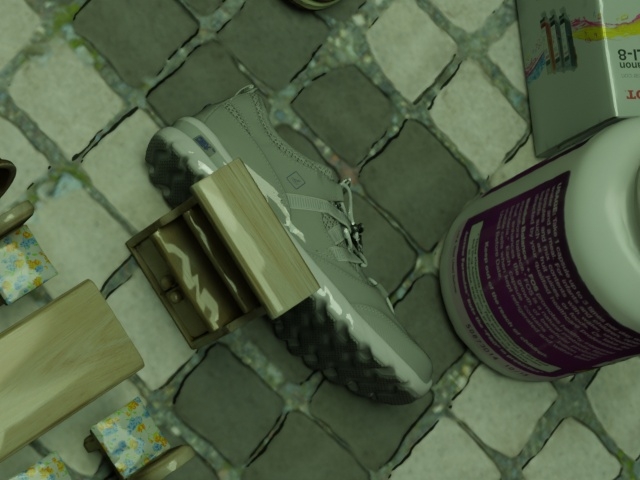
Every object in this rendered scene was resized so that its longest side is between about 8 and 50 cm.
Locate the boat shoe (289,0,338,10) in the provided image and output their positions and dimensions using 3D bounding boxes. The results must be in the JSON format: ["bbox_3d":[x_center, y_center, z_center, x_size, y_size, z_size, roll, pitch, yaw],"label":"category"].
[{"bbox_3d":[0.034,-0.307,1.509,0.095,0.095,0.257,27,68,-16],"label":"boat shoe"}]

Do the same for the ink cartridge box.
[{"bbox_3d":[0.251,-0.165,1.553,0.128,0.127,0.176,-2,79,-25],"label":"ink cartridge box"}]

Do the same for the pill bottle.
[{"bbox_3d":[0.227,0.003,1.402,0.169,0.301,0.169,6,75,-23],"label":"pill bottle"}]

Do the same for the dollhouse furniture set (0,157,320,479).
[{"bbox_3d":[-0.148,0.062,1.298,0.242,0.161,0.212,-33,92,-27],"label":"dollhouse furniture set"}]

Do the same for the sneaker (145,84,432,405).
[{"bbox_3d":[0.000,0.000,1.411,0.115,0.105,0.281,-42,95,-26],"label":"sneaker"}]

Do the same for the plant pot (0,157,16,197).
[{"bbox_3d":[-0.319,-0.066,1.263,0.167,0.167,0.165,-34,85,-27],"label":"plant pot"}]
